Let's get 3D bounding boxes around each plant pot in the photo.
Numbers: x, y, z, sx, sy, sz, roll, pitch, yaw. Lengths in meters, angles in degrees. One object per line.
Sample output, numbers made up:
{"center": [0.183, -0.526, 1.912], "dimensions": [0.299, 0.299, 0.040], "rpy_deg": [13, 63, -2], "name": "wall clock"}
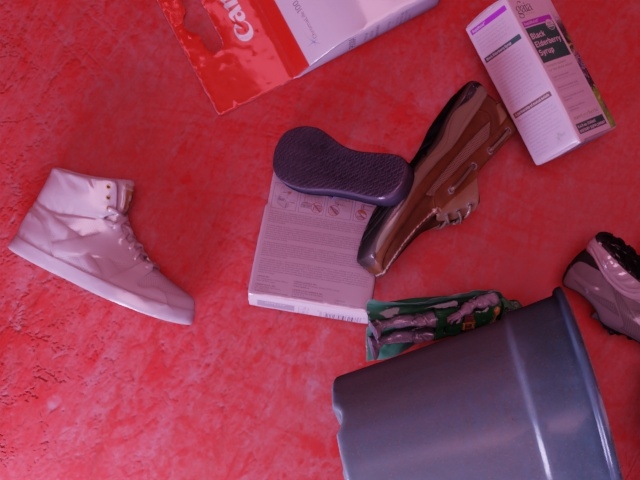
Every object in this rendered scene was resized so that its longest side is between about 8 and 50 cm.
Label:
{"center": [0.206, 0.265, 1.516], "dimensions": [0.334, 0.341, 0.341], "rpy_deg": [-14, 85, 7], "name": "plant pot"}

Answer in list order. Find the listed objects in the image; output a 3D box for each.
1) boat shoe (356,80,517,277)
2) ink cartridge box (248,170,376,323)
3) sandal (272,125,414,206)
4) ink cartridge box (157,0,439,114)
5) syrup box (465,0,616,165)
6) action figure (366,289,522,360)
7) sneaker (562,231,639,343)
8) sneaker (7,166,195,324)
{"center": [0.177, -0.078, 1.626], "dimensions": [0.120, 0.122, 0.324], "rpy_deg": [36, 78, -6], "name": "boat shoe"}
{"center": [0.000, 0.000, 1.674], "dimensions": [0.181, 0.056, 0.224], "rpy_deg": [9, 66, 1], "name": "ink cartridge box"}
{"center": [0.028, -0.095, 1.617], "dimensions": [0.254, 0.054, 0.097], "rpy_deg": [23, 80, 40], "name": "sandal"}
{"center": [-0.053, -0.411, 1.683], "dimensions": [0.385, 0.091, 0.308], "rpy_deg": [-28, 85, -3], "name": "ink cartridge box"}
{"center": [0.320, -0.240, 1.647], "dimensions": [0.093, 0.096, 0.236], "rpy_deg": [-22, 84, -39], "name": "syrup box"}
{"center": [0.183, 0.116, 1.628], "dimensions": [0.232, 0.137, 0.063], "rpy_deg": [-12, 51, -11], "name": "action figure"}
{"center": [0.467, 0.109, 1.639], "dimensions": [0.271, 0.100, 0.108], "rpy_deg": [44, 119, -2], "name": "sneaker"}
{"center": [-0.289, -0.002, 1.637], "dimensions": [0.293, 0.108, 0.169], "rpy_deg": [25, 88, 4], "name": "sneaker"}
